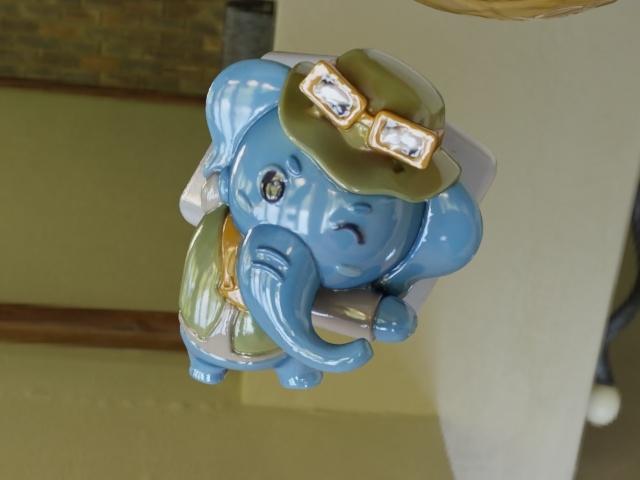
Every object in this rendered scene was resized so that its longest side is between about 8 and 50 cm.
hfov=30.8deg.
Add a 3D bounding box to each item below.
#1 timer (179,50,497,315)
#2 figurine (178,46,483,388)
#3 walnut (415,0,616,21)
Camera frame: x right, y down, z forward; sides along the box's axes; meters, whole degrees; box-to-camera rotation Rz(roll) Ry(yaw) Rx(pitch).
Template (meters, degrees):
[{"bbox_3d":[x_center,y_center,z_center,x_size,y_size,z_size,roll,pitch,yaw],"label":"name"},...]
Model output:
[{"bbox_3d":[0.012,-0.051,1.090,0.194,0.192,0.195,31,176,-26],"label":"timer"},{"bbox_3d":[0.000,-0.002,0.778,0.180,0.262,0.153,31,-154,34],"label":"figurine"},{"bbox_3d":[0.110,-0.204,0.556,0.225,0.193,0.193,-12,-158,-1],"label":"walnut"}]
